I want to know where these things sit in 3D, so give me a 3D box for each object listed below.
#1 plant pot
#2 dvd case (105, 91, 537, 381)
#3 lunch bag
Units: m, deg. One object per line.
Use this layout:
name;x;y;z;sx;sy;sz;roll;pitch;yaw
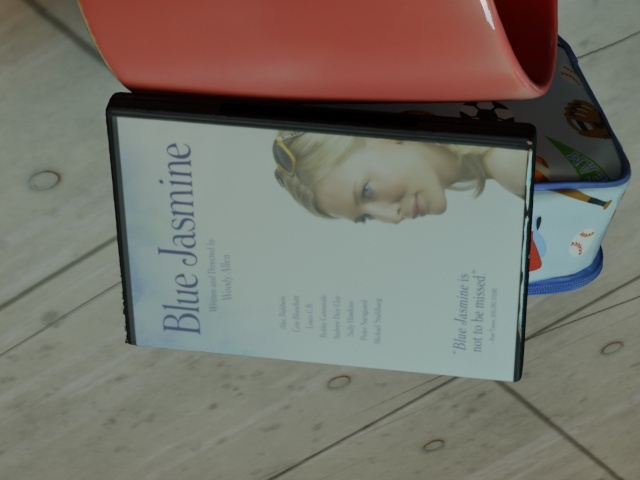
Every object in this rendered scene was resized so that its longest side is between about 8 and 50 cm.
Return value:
plant pot;-0.006;-0.194;1.090;0.243;0.275;0.275;-9;151;17
dvd case;0.000;0.000;1.114;0.253;0.022;0.180;5;126;9
lunch bag;0.054;-0.085;1.260;0.243;0.303;0.115;-6;131;-19
